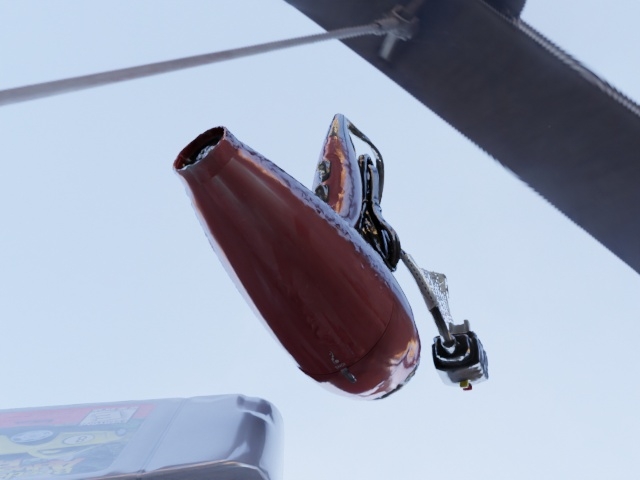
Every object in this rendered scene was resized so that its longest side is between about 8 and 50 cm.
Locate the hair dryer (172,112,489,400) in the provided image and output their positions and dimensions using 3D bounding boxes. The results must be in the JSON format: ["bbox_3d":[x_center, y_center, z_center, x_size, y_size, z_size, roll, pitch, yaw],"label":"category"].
[{"bbox_3d":[0.000,0.000,0.620,0.080,0.293,0.223,-34,-113,15],"label":"hair dryer"}]

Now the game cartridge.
[{"bbox_3d":[-0.167,0.133,0.522,0.294,0.196,0.060,-4,-84,-1],"label":"game cartridge"}]
